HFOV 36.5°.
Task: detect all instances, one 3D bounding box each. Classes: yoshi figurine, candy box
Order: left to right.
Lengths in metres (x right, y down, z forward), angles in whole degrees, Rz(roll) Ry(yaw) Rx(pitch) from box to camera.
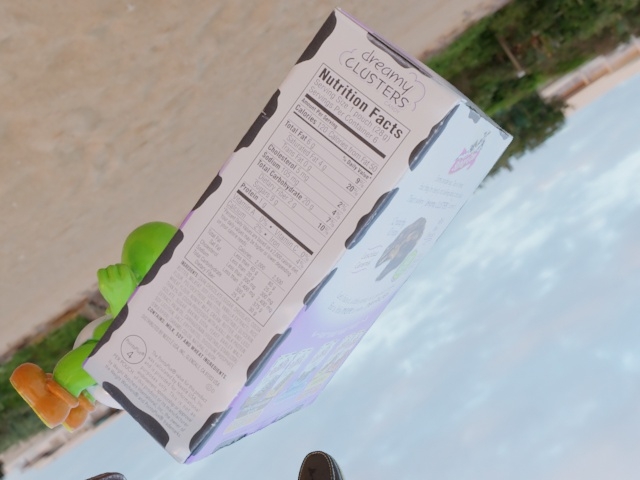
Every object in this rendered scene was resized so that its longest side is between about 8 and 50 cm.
[{"bbox_3d":[-0.302,0.109,1.469,0.362,0.203,0.203,-40,-144,-9],"label":"yoshi figurine"},{"bbox_3d":[0.000,0.000,0.478,0.196,0.070,0.165,-53,165,11],"label":"candy box"}]

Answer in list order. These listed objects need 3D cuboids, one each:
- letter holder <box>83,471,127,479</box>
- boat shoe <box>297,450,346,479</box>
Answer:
[{"bbox_3d":[-0.205,0.395,0.900,0.152,0.302,0.214,1,-171,43],"label":"letter holder"},{"bbox_3d":[-0.003,0.269,0.965,0.056,0.049,0.152,-15,-139,11],"label":"boat shoe"}]
